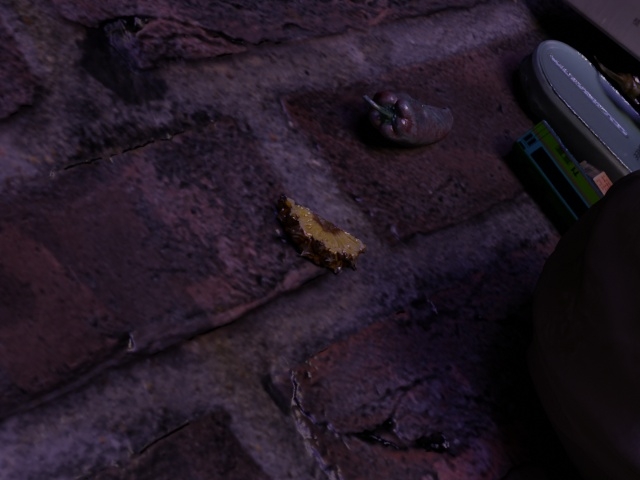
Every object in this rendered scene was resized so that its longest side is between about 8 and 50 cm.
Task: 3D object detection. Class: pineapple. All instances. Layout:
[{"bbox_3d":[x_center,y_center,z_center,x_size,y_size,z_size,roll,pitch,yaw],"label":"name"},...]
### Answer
[{"bbox_3d":[0.000,0.000,1.513,0.083,0.019,0.045,32,30,-21],"label":"pineapple"}]

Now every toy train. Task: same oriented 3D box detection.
[{"bbox_3d":[0.250,-0.013,1.783,0.209,0.042,0.044,54,-1,9],"label":"toy train"}]

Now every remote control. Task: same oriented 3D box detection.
[{"bbox_3d":[0.288,-0.093,1.903,0.247,0.052,0.104,46,34,-3],"label":"remote control"}]

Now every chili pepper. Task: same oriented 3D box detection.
[{"bbox_3d":[0.076,-0.105,1.687,0.153,0.041,0.050,3,72,-67],"label":"chili pepper"}]

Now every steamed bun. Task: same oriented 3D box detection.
[{"bbox_3d":[0.311,0.114,1.538,0.342,0.255,0.368,36,1,14],"label":"steamed bun"}]

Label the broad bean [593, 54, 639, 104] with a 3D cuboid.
[{"bbox_3d":[0.402,-0.096,1.992,0.318,0.056,0.098,34,20,-37],"label":"broad bean"}]

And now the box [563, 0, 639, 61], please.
[{"bbox_3d":[0.393,-0.206,2.000,0.260,0.111,0.194,45,17,26],"label":"box"}]

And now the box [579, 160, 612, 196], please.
[{"bbox_3d":[0.273,-0.030,1.815,0.093,0.015,0.058,53,-1,-16],"label":"box"}]
